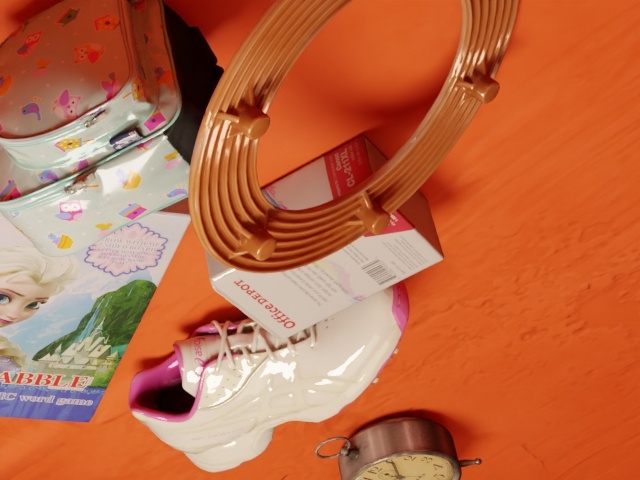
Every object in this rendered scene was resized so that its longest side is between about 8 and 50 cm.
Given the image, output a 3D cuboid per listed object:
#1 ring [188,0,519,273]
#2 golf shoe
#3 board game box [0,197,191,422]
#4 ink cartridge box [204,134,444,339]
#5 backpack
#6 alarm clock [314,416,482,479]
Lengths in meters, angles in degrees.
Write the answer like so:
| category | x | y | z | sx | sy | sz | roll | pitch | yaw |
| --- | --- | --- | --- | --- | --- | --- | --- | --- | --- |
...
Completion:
| category | x | y | z | sx | sy | sz | roll | pitch | yaw |
| --- | --- | --- | --- | --- | --- | --- | --- | --- | --- |
| ring | 0.039 | -0.106 | 1.324 | 0.337 | 0.032 | 0.336 | -35 | 148 | -26 |
| golf shoe | -0.053 | 0.117 | 1.660 | 0.306 | 0.115 | 0.140 | -37 | 134 | 26 |
| board game box | -0.310 | 0.038 | 1.512 | 0.319 | 0.066 | 0.318 | 6 | 139 | -23 |
| ink cartridge box | 0.000 | 0.000 | 1.552 | 0.175 | 0.072 | 0.127 | -27 | 141 | 18 |
| backpack | -0.176 | -0.087 | 1.308 | 0.188 | 0.166 | 0.144 | -33 | 137 | 19 |
| alarm clock | 0.070 | 0.237 | 1.889 | 0.192 | 0.064 | 0.129 | 19 | 133 | -39 |
